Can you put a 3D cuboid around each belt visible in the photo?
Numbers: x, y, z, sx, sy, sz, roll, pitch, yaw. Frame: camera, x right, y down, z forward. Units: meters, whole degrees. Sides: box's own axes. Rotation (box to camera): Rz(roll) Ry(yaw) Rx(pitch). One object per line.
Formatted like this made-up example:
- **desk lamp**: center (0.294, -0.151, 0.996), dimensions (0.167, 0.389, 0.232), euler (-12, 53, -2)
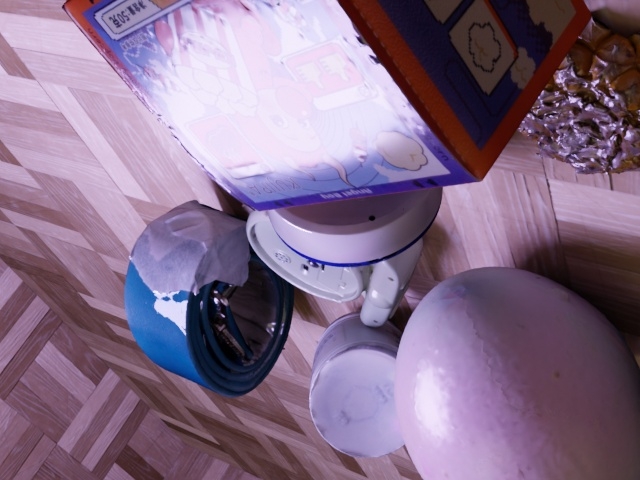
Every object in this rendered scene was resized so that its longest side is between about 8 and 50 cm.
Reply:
- **belt**: center (-0.195, 0.110, 1.691), dimensions (0.173, 0.300, 0.436), euler (20, 155, 22)

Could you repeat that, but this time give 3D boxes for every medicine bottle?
- **medicine bottle**: center (0.078, 0.240, 1.600), dimensions (0.190, 0.190, 0.332), euler (33, -174, -2)

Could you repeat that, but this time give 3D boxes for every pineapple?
- **pineapple**: center (0.282, -0.137, 0.955), dimensions (0.224, 0.076, 0.225), euler (24, 153, 13)

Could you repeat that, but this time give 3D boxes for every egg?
- **egg**: center (0.258, 0.196, 1.277), dimensions (0.354, 0.354, 0.340), euler (3, 138, 46)

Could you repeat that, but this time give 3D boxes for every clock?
- **clock**: center (0.000, 0.000, 1.492), dimensions (0.324, 0.109, 0.265), euler (28, 156, 10)
- **clock**: center (0.038, -0.080, 1.153), dimensions (0.230, 0.230, 0.083), euler (20, 153, 25)

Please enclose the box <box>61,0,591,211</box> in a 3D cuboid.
- **box**: center (0.002, -0.223, 0.874), dimensions (0.348, 0.257, 0.318), euler (-3, 134, 52)
